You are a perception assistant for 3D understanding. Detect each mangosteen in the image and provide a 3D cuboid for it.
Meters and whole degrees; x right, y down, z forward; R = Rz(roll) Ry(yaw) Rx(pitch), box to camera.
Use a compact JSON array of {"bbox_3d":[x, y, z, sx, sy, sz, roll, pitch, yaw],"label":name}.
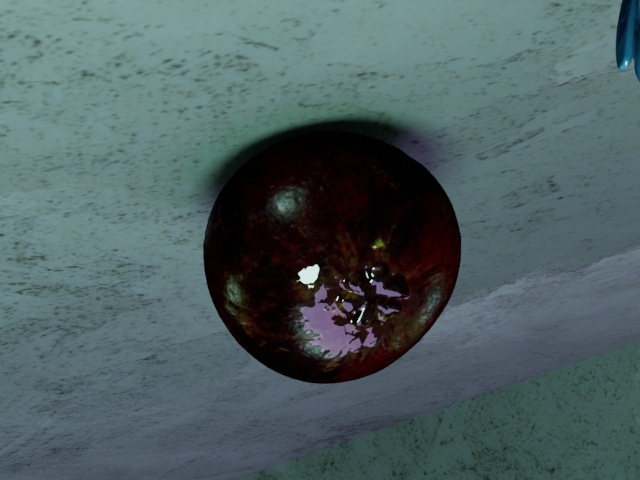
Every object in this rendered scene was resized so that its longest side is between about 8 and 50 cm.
[{"bbox_3d":[0.000,0.000,1.162,0.236,0.235,0.261,-10,-156,-17],"label":"mangosteen"}]

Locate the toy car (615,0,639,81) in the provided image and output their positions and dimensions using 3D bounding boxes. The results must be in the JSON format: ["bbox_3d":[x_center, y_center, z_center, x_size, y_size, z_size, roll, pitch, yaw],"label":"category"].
[{"bbox_3d":[0.275,-0.214,0.759,0.166,0.198,0.314,18,157,0],"label":"toy car"}]
